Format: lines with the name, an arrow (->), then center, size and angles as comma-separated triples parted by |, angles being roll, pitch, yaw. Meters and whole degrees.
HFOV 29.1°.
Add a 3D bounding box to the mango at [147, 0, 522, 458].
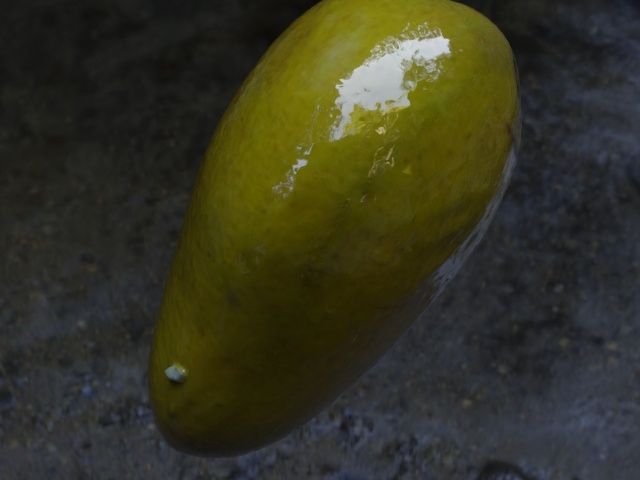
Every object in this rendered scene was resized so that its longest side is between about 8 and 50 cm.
mango -> 0.000, 0.000, 1.015 | 0.220, 0.301, 0.445 | 33, 102, 14
